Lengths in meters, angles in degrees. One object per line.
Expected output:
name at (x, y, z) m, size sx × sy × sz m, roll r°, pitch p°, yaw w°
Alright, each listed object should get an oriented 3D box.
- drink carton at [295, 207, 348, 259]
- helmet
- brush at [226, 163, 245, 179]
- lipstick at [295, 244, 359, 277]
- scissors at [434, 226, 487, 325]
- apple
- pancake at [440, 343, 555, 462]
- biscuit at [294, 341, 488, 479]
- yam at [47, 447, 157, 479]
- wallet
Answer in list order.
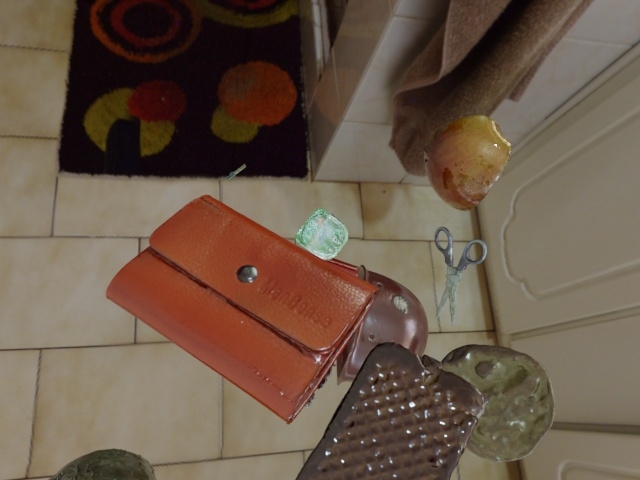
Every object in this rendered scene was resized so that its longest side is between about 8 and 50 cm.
drink carton at (0.000, 0.000, 1.616) m, size 0.144 × 0.142 × 0.146 m, roll 38°, pitch 72°, yaw 2°
helmet at (0.182, 0.266, 1.392) m, size 0.230 × 0.384 × 0.337 m, roll 12°, pitch 57°, yaw 2°
brush at (-0.295, -0.239, 1.702) m, size 0.084 × 0.013 × 0.016 m, roll -32°, pitch 48°, yaw 15°
lipstick at (0.012, 0.087, 1.799) m, size 0.280 × 0.073 × 0.073 m, roll 20°, pitch 68°, yaw -16°
scissors at (0.520, 0.150, 1.933) m, size 0.029 × 0.256 × 0.383 m, roll -5°, pitch 111°, yaw -33°
apple at (0.452, -0.228, 1.550) m, size 0.179 × 0.346 × 0.254 m, roll -17°, pitch 64°, yaw -24°
pancake at (0.418, 0.393, 1.209) m, size 0.295 × 0.049 × 0.294 m, roll -5°, pitch 75°, yaw 19°
biscuit at (0.002, 0.268, 0.400) m, size 0.107 × 0.073 × 0.388 m, roll 28°, pitch 74°, yaw 19°
yam at (-0.230, 0.326, 0.506) m, size 0.154 × 0.254 × 0.153 m, roll -4°, pitch 100°, yaw -23°
wallet at (-0.069, 0.047, 0.438) m, size 0.205 × 0.045 × 0.142 m, roll 29°, pitch 57°, yaw 18°
